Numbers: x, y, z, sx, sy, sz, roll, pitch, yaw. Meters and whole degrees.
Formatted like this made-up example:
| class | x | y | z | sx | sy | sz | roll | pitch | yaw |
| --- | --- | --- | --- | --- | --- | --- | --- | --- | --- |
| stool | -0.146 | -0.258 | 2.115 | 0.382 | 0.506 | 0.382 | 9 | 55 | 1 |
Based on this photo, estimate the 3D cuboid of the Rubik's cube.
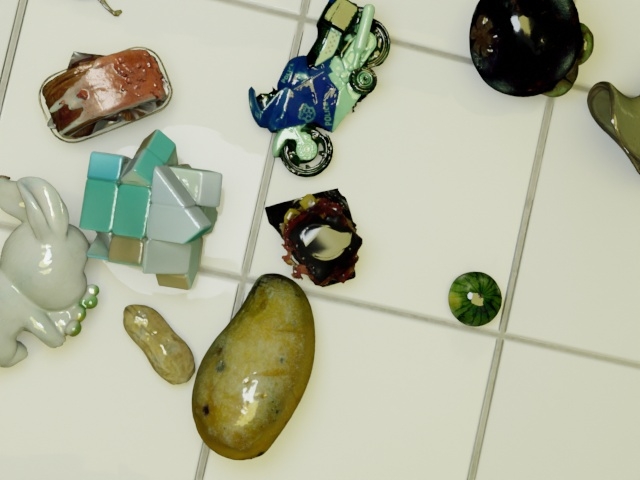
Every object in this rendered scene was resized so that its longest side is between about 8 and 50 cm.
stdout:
| class | x | y | z | sx | sy | sz | roll | pitch | yaw |
| --- | --- | --- | --- | --- | --- | --- | --- | --- | --- |
| Rubik's cube | -0.275 | -0.054 | 1.562 | 0.213 | 0.224 | 0.265 | 8 | 90 | 10 |

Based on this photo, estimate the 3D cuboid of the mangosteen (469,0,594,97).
| class | x | y | z | sx | sy | sz | roll | pitch | yaw |
| --- | --- | --- | --- | --- | --- | --- | --- | --- | --- |
| mangosteen | 0.382 | -0.367 | 1.645 | 0.243 | 0.243 | 0.243 | 0 | 89 | -6 |

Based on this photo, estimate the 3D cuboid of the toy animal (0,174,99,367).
| class | x | y | z | sx | sy | sz | roll | pitch | yaw |
| --- | --- | --- | --- | --- | --- | --- | --- | --- | --- |
| toy animal | -0.515 | 0.058 | 1.540 | 0.310 | 0.183 | 0.247 | -44 | 126 | -3 |

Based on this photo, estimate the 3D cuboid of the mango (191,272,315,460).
| class | x | y | z | sx | sy | sz | roll | pitch | yaw |
| --- | --- | --- | --- | --- | --- | --- | --- | --- | --- |
| mango | -0.108 | 0.225 | 1.604 | 0.176 | 0.175 | 0.329 | 41 | 65 | -25 |

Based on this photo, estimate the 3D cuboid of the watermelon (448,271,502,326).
| class | x | y | z | sx | sy | sz | roll | pitch | yaw |
| --- | --- | --- | --- | --- | --- | --- | --- | --- | --- |
| watermelon | 0.293 | 0.108 | 1.690 | 0.105 | 0.062 | 0.105 | 1 | 86 | -10 |

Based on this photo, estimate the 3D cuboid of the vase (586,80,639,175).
| class | x | y | z | sx | sy | sz | roll | pitch | yaw |
| --- | --- | --- | --- | --- | --- | --- | --- | --- | --- |
| vase | 0.689 | -0.191 | 1.680 | 0.302 | 0.241 | 0.329 | -23 | 117 | 6 |

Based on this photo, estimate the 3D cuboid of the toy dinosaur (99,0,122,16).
| class | x | y | z | sx | sy | sz | roll | pitch | yaw |
| --- | --- | --- | --- | --- | --- | --- | --- | --- | --- |
| toy dinosaur | -0.439 | -0.467 | 1.642 | 0.180 | 0.037 | 0.058 | 23 | 82 | -6 |

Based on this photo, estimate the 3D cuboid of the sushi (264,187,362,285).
| class | x | y | z | sx | sy | sz | roll | pitch | yaw |
| --- | --- | --- | --- | --- | --- | --- | --- | --- | --- |
| sushi | 0.000 | 0.000 | 1.618 | 0.153 | 0.150 | 0.172 | -16 | 90 | -6 |

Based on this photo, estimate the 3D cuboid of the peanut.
| class | x | y | z | sx | sy | sz | roll | pitch | yaw |
| --- | --- | --- | --- | --- | --- | --- | --- | --- | --- |
| peanut | -0.288 | 0.183 | 1.618 | 0.080 | 0.080 | 0.174 | -40 | 95 | -6 |

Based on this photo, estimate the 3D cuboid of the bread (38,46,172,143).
| class | x | y | z | sx | sy | sz | roll | pitch | yaw |
| --- | --- | --- | --- | --- | --- | --- | --- | --- | --- |
| bread | -0.373 | -0.259 | 1.557 | 0.224 | 0.212 | 0.142 | -21 | 95 | -5 |

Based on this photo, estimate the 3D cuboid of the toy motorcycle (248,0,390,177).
| class | x | y | z | sx | sy | sz | roll | pitch | yaw |
| --- | --- | --- | --- | --- | --- | --- | --- | --- | --- |
| toy motorcycle | -0.009 | -0.287 | 1.644 | 0.196 | 0.125 | 0.331 | 29 | 90 | -5 |
